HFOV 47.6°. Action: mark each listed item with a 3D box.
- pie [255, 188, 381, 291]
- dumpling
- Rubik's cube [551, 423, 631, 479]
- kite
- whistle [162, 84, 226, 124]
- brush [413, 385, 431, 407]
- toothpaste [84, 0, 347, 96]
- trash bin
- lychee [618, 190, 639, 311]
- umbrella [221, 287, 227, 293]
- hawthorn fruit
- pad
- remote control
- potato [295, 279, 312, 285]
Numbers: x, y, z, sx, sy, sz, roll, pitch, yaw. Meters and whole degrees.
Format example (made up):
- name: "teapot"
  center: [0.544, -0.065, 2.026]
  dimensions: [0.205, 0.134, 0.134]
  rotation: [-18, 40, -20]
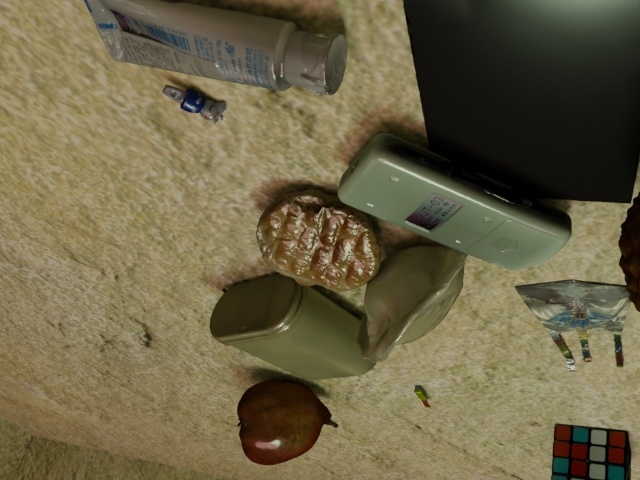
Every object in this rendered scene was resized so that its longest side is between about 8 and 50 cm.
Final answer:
- name: "pie"
  center: [0.000, 0.000, 1.084]
  dimensions: [0.195, 0.046, 0.195]
  rotation: [9, 132, 11]
- name: "dumpling"
  center: [0.133, 0.097, 1.090]
  dimensions: [0.131, 0.179, 0.252]
  rotation: [44, 144, -9]
- name: "Rubik's cube"
  center: [0.602, 0.511, 1.607]
  dimensions: [0.155, 0.151, 0.154]
  rotation: [-1, 148, 26]
- name: "kite"
  center: [0.446, 0.149, 1.200]
  dimensions: [0.170, 0.015, 0.310]
  rotation: [-6, 143, 32]
- name: "whistle"
  center: [-0.159, -0.177, 0.922]
  dimensions: [0.083, 0.029, 0.033]
  rotation: [22, 113, -22]
- name: "brush"
  center: [0.234, 0.354, 1.643]
  dimensions: [0.019, 0.021, 0.083]
  rotation: [-5, 139, 29]
- name: "toothpaste"
  center: [-0.121, -0.218, 0.802]
  dimensions: [0.300, 0.073, 0.114]
  rotation: [14, 152, 17]
- name: "trash bin"
  center: [-0.043, 0.172, 1.374]
  dimensions: [0.247, 0.121, 0.243]
  rotation: [33, 147, -34]
- name: "lychee"
  center: [0.448, 0.011, 0.742]
  dimensions: [0.268, 0.267, 0.267]
  rotation: [12, 150, 7]
- name: "umbrella"
  center: [-0.156, 0.141, 1.464]
  dimensions: [0.027, 0.025, 0.165]
  rotation: [-21, 141, 15]
- name: "hawthorn fruit"
  center: [-0.080, 0.443, 1.783]
  dimensions: [0.249, 0.207, 0.208]
  rotation: [-3, 151, -7]
- name: "pad"
  center: [0.231, -0.154, 0.796]
  dimensions: [0.248, 0.007, 0.367]
  rotation: [4, 149, 19]
- name: "remote control"
  center: [0.178, -0.044, 0.945]
  dimensions: [0.297, 0.056, 0.140]
  rotation: [21, 152, -13]
- name: "potato"
  center: [-0.019, 0.040, 1.188]
  dimensions: [0.068, 0.062, 0.083]
  rotation: [31, 123, 26]
